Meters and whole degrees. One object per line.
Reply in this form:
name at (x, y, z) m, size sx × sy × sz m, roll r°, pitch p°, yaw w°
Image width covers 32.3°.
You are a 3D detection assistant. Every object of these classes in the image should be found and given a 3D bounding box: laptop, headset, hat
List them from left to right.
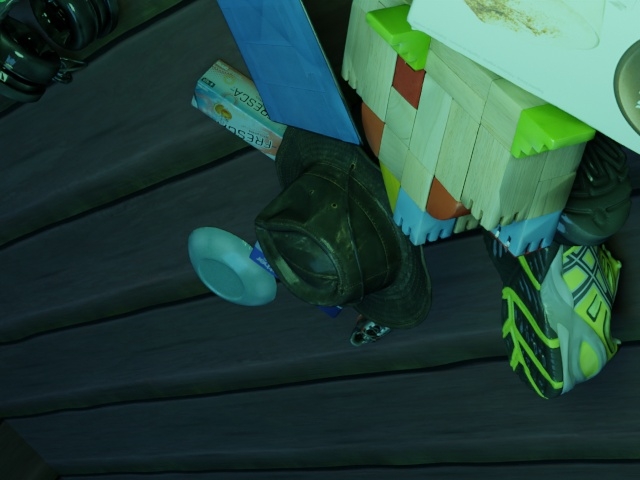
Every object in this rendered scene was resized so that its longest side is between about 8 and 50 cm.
headset at (-0.435, -0.328, 1.657) m, size 0.185 × 0.243 × 0.394 m, roll 43°, pitch 169°, yaw 7°
laptop at (-0.179, -0.274, 1.333) m, size 0.408 × 0.236 × 0.382 m, roll 7°, pitch -172°, yaw -20°
hat at (0.000, 0.000, 1.485) m, size 0.331 × 0.134 × 0.331 m, roll 43°, pitch 149°, yaw 34°

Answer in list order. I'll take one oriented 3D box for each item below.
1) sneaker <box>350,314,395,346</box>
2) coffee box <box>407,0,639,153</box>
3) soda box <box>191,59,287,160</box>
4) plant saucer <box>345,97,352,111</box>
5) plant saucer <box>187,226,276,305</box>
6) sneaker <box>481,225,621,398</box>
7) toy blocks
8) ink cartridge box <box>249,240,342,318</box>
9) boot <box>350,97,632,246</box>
sneaker at (0.101, 0.144, 1.855) m, size 0.061 × 0.065 × 0.158 m, roll 41°, pitch 145°, yaw -5°
coffee box at (0.325, -0.301, 0.915) m, size 0.337 × 0.338 × 0.334 m, roll 31°, pitch 145°, yaw 9°
soda box at (-0.100, -0.188, 1.652) m, size 0.183 × 0.063 × 0.058 m, roll 34°, pitch 144°, yaw 5°
plant saucer at (0.011, -0.192, 1.595) m, size 0.083 × 0.013 × 0.083 m, roll 24°, pitch 143°, yaw 20°
plant saucer at (-0.172, 0.060, 2.021) m, size 0.195 × 0.037 × 0.195 m, roll 23°, pitch 142°, yaw 19°
sneaker at (0.316, 0.016, 1.479) m, size 0.145 × 0.147 × 0.385 m, roll 31°, pitch 135°, yaw 55°
toy blocks at (0.135, -0.117, 1.156) m, size 0.381 × 0.190 × 0.261 m, roll 52°, pitch 147°, yaw 39°
ink cartridge box at (-0.005, 0.014, 1.806) m, size 0.186 × 0.065 × 0.311 m, roll 36°, pitch 147°, yaw 2°
boot at (0.162, -0.067, 1.403) m, size 0.445 × 0.146 × 0.367 m, roll -49°, pitch 57°, yaw 52°
